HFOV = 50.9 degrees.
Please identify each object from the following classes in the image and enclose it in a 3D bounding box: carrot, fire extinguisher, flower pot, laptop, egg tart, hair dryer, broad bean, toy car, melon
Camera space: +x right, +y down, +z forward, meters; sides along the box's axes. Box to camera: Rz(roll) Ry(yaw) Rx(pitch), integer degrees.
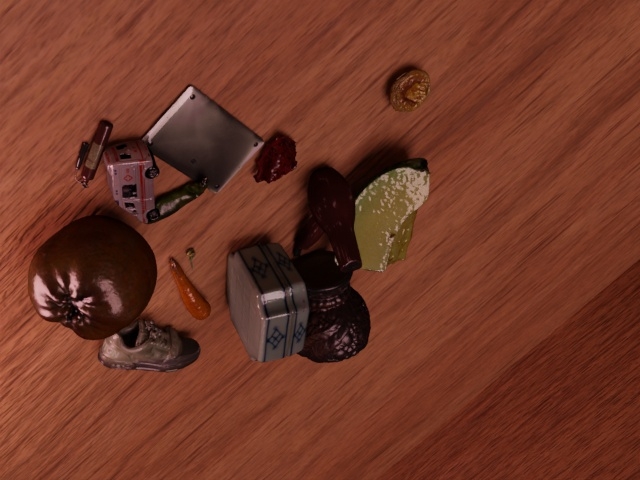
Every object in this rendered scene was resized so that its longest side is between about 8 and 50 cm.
[{"bbox_3d":[-0.367,0.141,1.861,0.061,0.061,0.256,-30,136,-7],"label":"carrot"},{"bbox_3d":[-0.504,-0.185,1.473,0.049,0.035,0.173,6,121,-43],"label":"fire extinguisher"},{"bbox_3d":[0.014,0.190,2.029,0.266,0.266,0.267,-21,127,-17],"label":"flower pot"},{"bbox_3d":[-0.275,-0.232,1.600,0.187,0.015,0.269,-45,139,10],"label":"laptop"},{"bbox_3d":[0.230,-0.395,1.768,0.130,0.052,0.130,-20,137,-20],"label":"egg tart"},{"bbox_3d":[0.000,0.000,1.847,0.123,0.312,0.340,2,149,-25],"label":"hair dryer"},{"bbox_3d":[-0.350,-0.101,1.647,0.195,0.046,0.061,-32,168,6],"label":"broad bean"},{"bbox_3d":[-0.429,-0.124,1.530,0.108,0.089,0.209,-15,140,-24],"label":"toy car"},{"bbox_3d":[0.206,-0.086,1.925,0.331,0.226,0.343,-7,120,-39],"label":"melon"}]

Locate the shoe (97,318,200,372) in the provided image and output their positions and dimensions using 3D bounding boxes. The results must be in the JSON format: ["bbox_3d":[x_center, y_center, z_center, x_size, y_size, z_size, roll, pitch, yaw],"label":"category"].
[{"bbox_3d":[-0.462,0.284,1.882,0.293,0.109,0.149,2,133,-30],"label":"shoe"}]

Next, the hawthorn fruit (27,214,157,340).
[{"bbox_3d":[-0.505,0.071,1.552,0.268,0.301,0.268,9,130,11],"label":"hawthorn fruit"}]

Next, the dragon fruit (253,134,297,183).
[{"bbox_3d":[-0.125,-0.206,1.694,0.131,0.097,0.063,-28,140,21],"label":"dragon fruit"}]

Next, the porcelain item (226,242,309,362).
[{"bbox_3d":[-0.146,0.168,1.864,0.157,0.281,0.286,-12,132,-23],"label":"porcelain item"}]

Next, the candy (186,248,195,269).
[{"bbox_3d":[-0.347,0.053,1.820,0.023,0.025,0.083,3,142,-1],"label":"candy"}]
